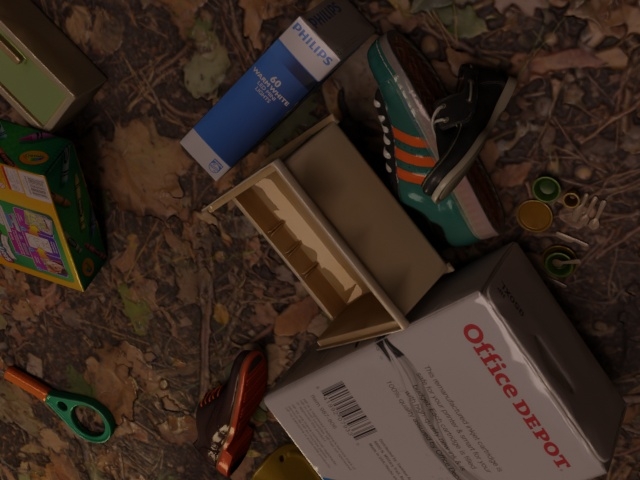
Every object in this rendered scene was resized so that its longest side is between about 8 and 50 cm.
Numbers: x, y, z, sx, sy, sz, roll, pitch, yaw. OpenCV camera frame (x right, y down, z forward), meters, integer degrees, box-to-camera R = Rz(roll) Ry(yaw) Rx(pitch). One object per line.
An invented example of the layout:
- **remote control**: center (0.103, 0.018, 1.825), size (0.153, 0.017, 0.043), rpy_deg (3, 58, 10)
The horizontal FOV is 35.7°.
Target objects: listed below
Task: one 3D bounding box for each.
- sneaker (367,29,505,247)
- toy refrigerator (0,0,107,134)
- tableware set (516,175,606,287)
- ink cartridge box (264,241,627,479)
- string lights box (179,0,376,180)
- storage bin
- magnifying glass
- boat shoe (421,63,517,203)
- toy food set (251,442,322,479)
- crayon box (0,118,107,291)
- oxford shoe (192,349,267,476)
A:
- **sneaker**: center (0.120, -0.115, 1.272), size (0.121, 0.108, 0.302), rpy_deg (-21, 108, 28)
- **toy refrigerator**: center (-0.453, -0.288, 1.447), size (0.269, 0.094, 0.102), rpy_deg (47, 126, -5)
- **tableware set**: center (0.300, -0.008, 1.302), size (0.104, 0.024, 0.154), rpy_deg (25, 125, 11)
- **ink cartridge box**: center (0.168, 0.222, 1.361), size (0.395, 0.166, 0.285), rpy_deg (-31, 98, 35)
- **string lights box**: center (-0.058, -0.200, 1.290), size (0.077, 0.133, 0.260), rpy_deg (47, 126, -5)
- **storage bin**: center (0.000, 0.000, 1.336), size (0.262, 0.123, 0.260), rpy_deg (51, 150, -9)
- **magnifying glass**: center (-0.481, 0.298, 1.832), size (0.231, 0.026, 0.092), rpy_deg (30, 125, 8)
- **boat shoe**: center (0.160, -0.129, 1.171), size (0.079, 0.233, 0.084), rpy_deg (30, 139, 3)
- **toy food set**: center (-0.044, 0.434, 1.657), size (0.071, 0.128, 0.218), rpy_deg (-8, 120, 51)
- **crayon box**: center (-0.442, -0.052, 1.530), size (0.165, 0.081, 0.278), rpy_deg (17, 143, 15)
- **oxford shoe**: center (-0.158, 0.274, 1.630), size (0.098, 0.097, 0.271), rpy_deg (28, 125, 15)
